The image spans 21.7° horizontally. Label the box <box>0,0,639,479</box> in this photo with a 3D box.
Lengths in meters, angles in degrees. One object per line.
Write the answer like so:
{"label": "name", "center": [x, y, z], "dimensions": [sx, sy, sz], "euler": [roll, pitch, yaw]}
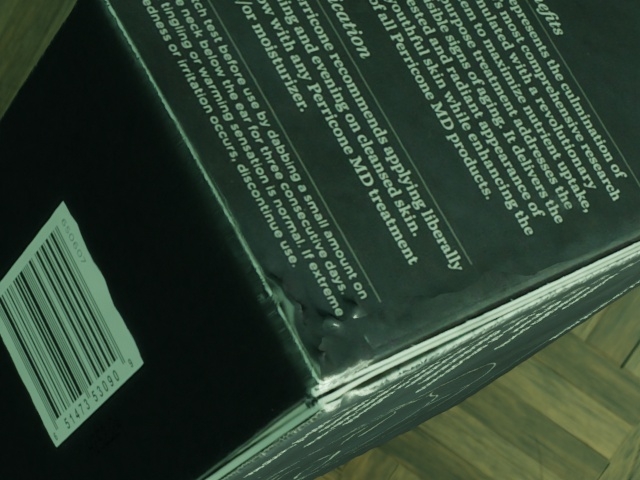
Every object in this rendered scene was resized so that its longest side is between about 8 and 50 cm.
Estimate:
{"label": "box", "center": [0.000, 0.000, 1.239], "dimensions": [0.480, 0.471, 0.297], "euler": [-42, 72, 51]}
